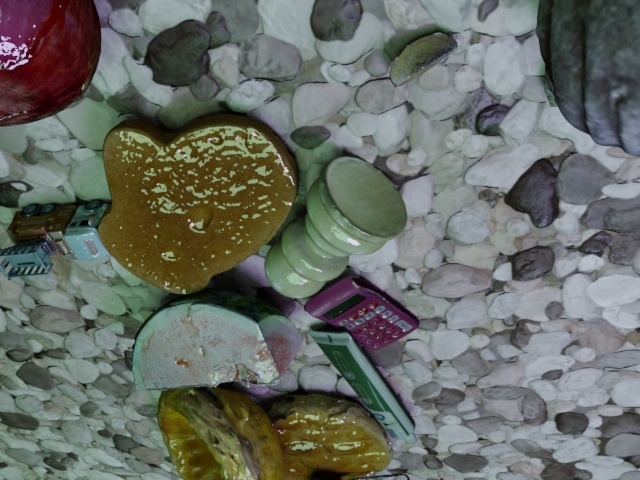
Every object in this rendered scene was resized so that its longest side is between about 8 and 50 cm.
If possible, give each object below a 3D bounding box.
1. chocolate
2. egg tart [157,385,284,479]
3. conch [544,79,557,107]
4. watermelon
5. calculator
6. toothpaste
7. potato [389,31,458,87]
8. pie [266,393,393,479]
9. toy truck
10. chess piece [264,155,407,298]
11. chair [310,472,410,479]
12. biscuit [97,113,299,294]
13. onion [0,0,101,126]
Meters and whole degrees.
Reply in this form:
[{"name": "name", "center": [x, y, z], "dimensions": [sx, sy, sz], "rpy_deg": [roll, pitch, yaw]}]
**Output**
[{"name": "chocolate", "center": [0.334, -0.213, 0.633], "dimensions": [0.303, 0.303, 0.213], "rpy_deg": [29, 148, -17]}, {"name": "egg tart", "center": [-0.199, 0.449, 1.300], "dimensions": [0.169, 0.388, 0.387], "rpy_deg": [-20, 145, -36]}, {"name": "conch", "center": [0.328, -0.196, 0.778], "dimensions": [0.076, 0.056, 0.085], "rpy_deg": [27, 132, -32]}, {"name": "watermelon", "center": [-0.199, 0.181, 1.097], "dimensions": [0.305, 0.180, 0.224], "rpy_deg": [-12, 151, 24]}, {"name": "calculator", "center": [0.077, 0.133, 1.126], "dimensions": [0.190, 0.034, 0.127], "rpy_deg": [34, 127, -28]}, {"name": "toothpaste", "center": [0.106, 0.302, 1.255], "dimensions": [0.099, 0.061, 0.392], "rpy_deg": [-4, 133, 39]}, {"name": "potato", "center": [0.127, -0.233, 0.792], "dimensions": [0.093, 0.036, 0.037], "rpy_deg": [-31, 85, 10]}, {"name": "pie", "center": [0.000, 0.459, 1.400], "dimensions": [0.340, 0.083, 0.339], "rpy_deg": [3, 134, 3]}, {"name": "toy truck", "center": [-0.428, -0.001, 1.022], "dimensions": [0.178, 0.115, 0.080], "rpy_deg": [-6, 130, 11]}, {"name": "chess piece", "center": [0.000, 0.000, 0.959], "dimensions": [0.144, 0.144, 0.251], "rpy_deg": [29, 136, -17]}, {"name": "chair", "center": [0.083, 0.611, 1.392], "dimensions": [0.221, 0.145, 0.140], "rpy_deg": [8, 136, -9]}, {"name": "biscuit", "center": [-0.207, -0.069, 0.948], "dimensions": [0.287, 0.057, 0.344], "rpy_deg": [39, 117, -23]}, {"name": "onion", "center": [-0.392, -0.239, 0.702], "dimensions": [0.276, 0.276, 0.276], "rpy_deg": [4, 132, 5]}]
